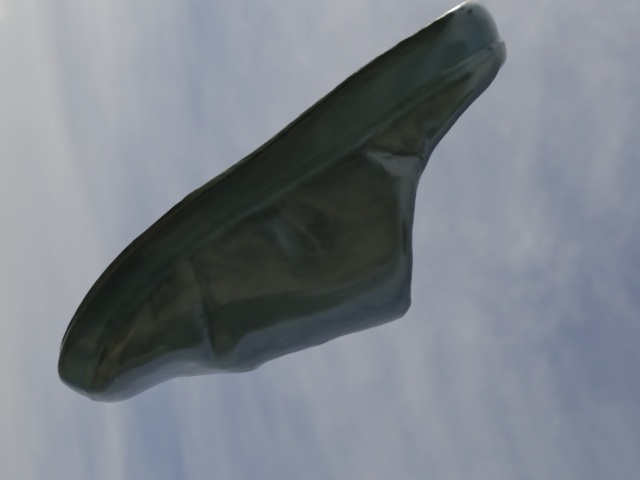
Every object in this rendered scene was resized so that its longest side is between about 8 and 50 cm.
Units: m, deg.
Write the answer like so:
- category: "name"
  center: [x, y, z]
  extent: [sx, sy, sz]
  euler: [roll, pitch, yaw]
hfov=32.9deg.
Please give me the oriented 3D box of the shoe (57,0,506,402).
- category: "shoe"
  center: [0.000, 0.000, 0.486]
  extent: [0.100, 0.251, 0.103]
  euler: [47, -1, 6]
